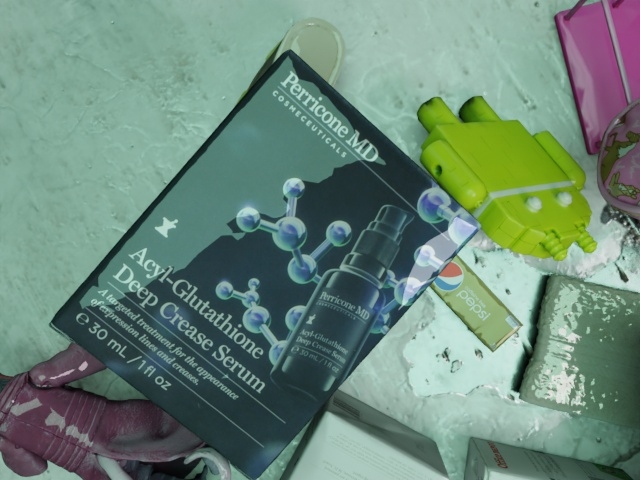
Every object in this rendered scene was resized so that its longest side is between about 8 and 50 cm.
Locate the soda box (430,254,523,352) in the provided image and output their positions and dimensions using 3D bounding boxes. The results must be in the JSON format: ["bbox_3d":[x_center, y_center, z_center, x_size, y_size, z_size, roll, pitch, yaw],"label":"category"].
[{"bbox_3d":[0.191,0.066,1.087,0.058,0.061,0.181,-42,89,3],"label":"soda box"}]

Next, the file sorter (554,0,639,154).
[{"bbox_3d":[0.485,-0.249,1.010,0.291,0.182,0.202,-14,90,3],"label":"file sorter"}]

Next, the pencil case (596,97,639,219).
[{"bbox_3d":[0.498,-0.036,0.932,0.386,0.167,0.160,25,62,-25],"label":"pencil case"}]

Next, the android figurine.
[{"bbox_3d":[0.241,-0.081,1.010,0.272,0.248,0.056,58,137,29],"label":"android figurine"}]

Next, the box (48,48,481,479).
[{"bbox_3d":[-0.064,0.021,0.952,0.293,0.212,0.395,40,92,-11],"label":"box"}]

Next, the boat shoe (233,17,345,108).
[{"bbox_3d":[-0.073,-0.149,1.083,0.117,0.097,0.324,27,93,-13],"label":"boat shoe"}]

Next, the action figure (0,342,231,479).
[{"bbox_3d":[-0.312,0.261,1.024,0.370,0.275,0.248,25,98,-11],"label":"action figure"}]

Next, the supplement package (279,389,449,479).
[{"bbox_3d":[0.016,0.372,1.041,0.175,0.177,0.292,28,91,2],"label":"supplement package"}]

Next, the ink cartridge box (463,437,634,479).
[{"bbox_3d":[0.303,0.340,1.035,0.220,0.160,0.092,11,91,4],"label":"ink cartridge box"}]

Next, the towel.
[{"bbox_3d":[0.428,0.161,1.084,0.282,0.049,0.187,14,89,2],"label":"towel"}]
